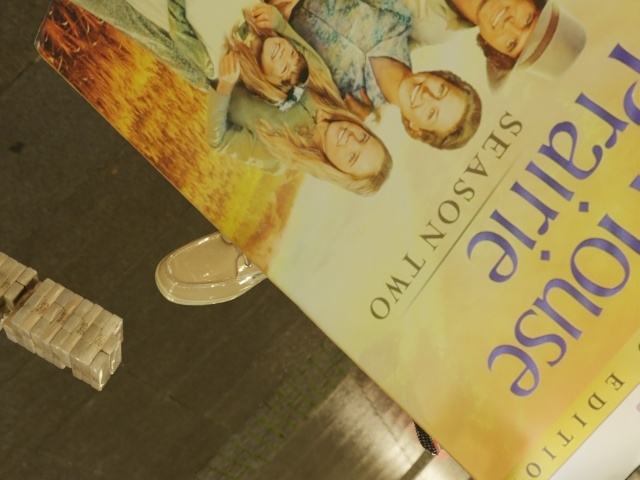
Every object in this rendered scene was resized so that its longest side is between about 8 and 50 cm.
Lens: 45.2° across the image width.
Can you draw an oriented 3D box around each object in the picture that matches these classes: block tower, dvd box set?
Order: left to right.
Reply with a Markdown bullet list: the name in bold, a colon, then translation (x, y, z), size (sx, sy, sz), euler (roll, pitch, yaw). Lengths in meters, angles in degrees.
- **block tower**: translation (-0.456, 0.100, 1.175), size (0.091, 0.335, 0.097), euler (-59, 176, -33)
- **dvd box set**: translation (0.046, -0.109, 0.377), size (0.062, 0.420, 0.307), euler (-9, 137, -57)

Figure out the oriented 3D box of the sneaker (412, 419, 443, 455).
- **sneaker**: translation (0.203, 0.301, 1.365), size (0.075, 0.057, 0.161), euler (-28, 115, -28)

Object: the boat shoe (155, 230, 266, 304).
- **boat shoe**: translation (-0.112, 0.009, 1.294), size (0.341, 0.121, 0.110), euler (-19, 158, -27)
